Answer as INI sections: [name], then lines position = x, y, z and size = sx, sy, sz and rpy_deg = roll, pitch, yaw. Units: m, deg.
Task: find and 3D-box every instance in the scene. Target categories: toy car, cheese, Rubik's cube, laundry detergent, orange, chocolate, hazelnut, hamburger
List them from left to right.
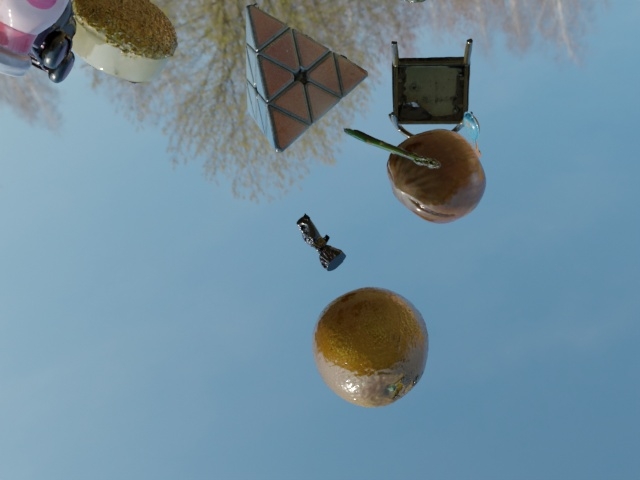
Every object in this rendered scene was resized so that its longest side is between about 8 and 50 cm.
[toy car]
position = -0.607, -0.501, 1.429
size = 0.240, 0.271, 0.341
rpy_deg = -63, -165, -7
[laundry detergent]
position = -0.439, -0.419, 1.077
size = 0.088, 0.335, 0.159
rpy_deg = 36, -161, 20
[hamburger]
position = -0.508, -0.539, 1.783
size = 0.276, 0.179, 0.294
rpy_deg = 0, -141, -44
[Rubik's cube]
position = -0.073, -0.338, 1.511
size = 0.229, 0.233, 0.228
rpy_deg = 36, -164, 17
[chocolate]
position = -0.001, 0.003, 1.696
size = 0.070, 0.072, 0.147
rpy_deg = -14, -120, -38
[orange]
position = 0.114, 0.238, 1.572
size = 0.274, 0.274, 0.274
rpy_deg = -16, -148, 10
[hazelnut]
position = 0.178, -0.099, 1.083
size = 0.150, 0.150, 0.150
rpy_deg = -16, -148, 10
[cheese]
position = 0.288, -0.201, 1.313
size = 0.017, 0.111, 0.047
rpy_deg = -27, -131, -4

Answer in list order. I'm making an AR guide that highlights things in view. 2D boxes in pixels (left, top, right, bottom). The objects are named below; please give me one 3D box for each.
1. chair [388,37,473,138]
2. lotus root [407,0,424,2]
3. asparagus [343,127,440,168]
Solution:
[chair]
position = 0.237, -0.318, 1.505
size = 0.188, 0.166, 0.272
rpy_deg = 1, 176, 8
[lotus root]
position = 0.172, -0.537, 1.299
size = 0.204, 0.078, 0.183
rpy_deg = 22, -114, 22
[asparagus]
position = 0.081, -0.113, 0.838
size = 0.016, 0.013, 0.166
rpy_deg = -42, -136, -17
